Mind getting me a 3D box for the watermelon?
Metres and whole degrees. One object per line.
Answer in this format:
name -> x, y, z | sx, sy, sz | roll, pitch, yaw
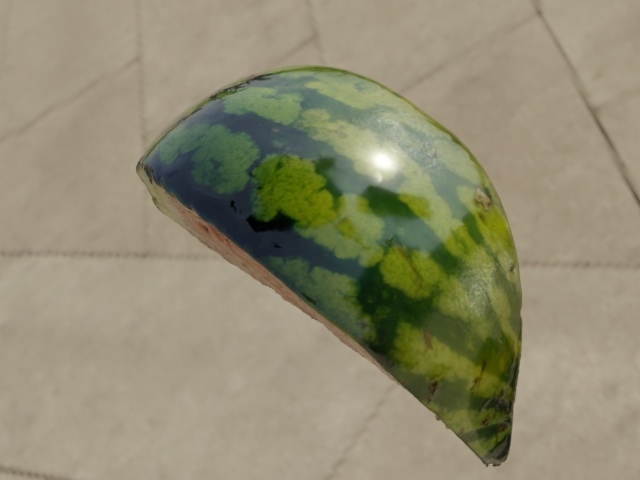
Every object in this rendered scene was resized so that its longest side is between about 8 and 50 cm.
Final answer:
watermelon -> -0.007, -0.003, 0.556 | 0.163, 0.087, 0.069 | 34, 28, 32
